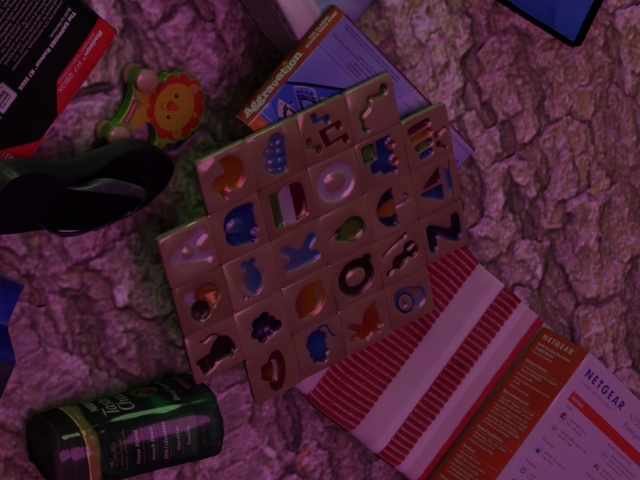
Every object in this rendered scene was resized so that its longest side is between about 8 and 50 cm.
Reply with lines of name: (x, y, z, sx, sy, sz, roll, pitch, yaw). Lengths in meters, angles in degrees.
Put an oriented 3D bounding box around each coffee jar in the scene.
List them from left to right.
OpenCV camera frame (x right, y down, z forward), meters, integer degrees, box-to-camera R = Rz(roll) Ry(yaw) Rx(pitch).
coffee jar: (-0.196, 0.194, 1.802, 0.184, 0.096, 0.079, -14, 112, -27)

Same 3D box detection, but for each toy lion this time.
toy lion: (-0.161, -0.124, 1.780, 0.096, 0.034, 0.100, 27, 89, -39)

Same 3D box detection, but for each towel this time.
towel: (0.124, 0.135, 1.984, 0.329, 0.037, 0.237, 41, 83, -37)

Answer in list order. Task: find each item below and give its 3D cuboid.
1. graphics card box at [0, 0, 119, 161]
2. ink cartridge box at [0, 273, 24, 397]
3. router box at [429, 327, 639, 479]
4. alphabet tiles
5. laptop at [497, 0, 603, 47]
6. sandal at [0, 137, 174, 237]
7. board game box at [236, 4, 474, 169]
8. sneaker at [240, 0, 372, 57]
graphics card box: (-0.371, -0.197, 1.558, 0.233, 0.094, 0.371, -55, 137, -5)
ink cartridge box: (-0.404, 0.170, 1.700, 0.165, 0.065, 0.332, 23, 90, -31)
router box: (0.279, 0.312, 2.082, 0.301, 0.082, 0.335, -52, 128, -6)
alphabet tiles: (0.000, 0.000, 1.818, 0.342, 0.011, 0.285, -27, 123, -23)
laptop: (0.270, -0.350, 1.899, 0.137, 0.264, 0.234, 25, 89, 5)
sandal: (-0.226, -0.036, 1.693, 0.254, 0.054, 0.097, -15, 142, -54)
board game box: (0.042, -0.109, 1.840, 0.145, 0.027, 0.281, -50, 138, 0)
sneaker: (-0.050, -0.352, 1.730, 0.150, 0.135, 0.366, -40, 130, -16)
